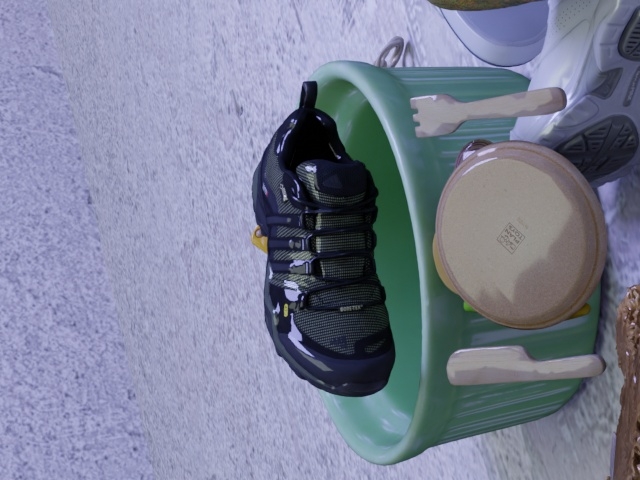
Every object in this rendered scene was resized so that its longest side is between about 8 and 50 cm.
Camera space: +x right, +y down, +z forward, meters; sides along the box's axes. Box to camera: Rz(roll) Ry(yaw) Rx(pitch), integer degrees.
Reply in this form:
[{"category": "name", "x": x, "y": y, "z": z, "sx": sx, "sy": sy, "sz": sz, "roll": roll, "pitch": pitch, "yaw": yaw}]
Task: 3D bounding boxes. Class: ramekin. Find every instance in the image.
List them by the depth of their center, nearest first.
[{"category": "ramekin", "x": 0.089, "y": 0.009, "z": 1.427, "sx": 0.303, "sy": 0.148, "sz": 0.303, "roll": 173, "pitch": 90, "yaw": -72}]

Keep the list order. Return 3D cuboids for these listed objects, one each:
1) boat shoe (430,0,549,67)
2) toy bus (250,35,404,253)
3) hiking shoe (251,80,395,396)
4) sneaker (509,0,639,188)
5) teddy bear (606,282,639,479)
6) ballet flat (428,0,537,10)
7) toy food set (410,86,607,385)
[{"category": "boat shoe", "x": 0.113, "y": -0.204, "z": 1.391, "sx": 0.084, "sy": 0.095, "sz": 0.258, "roll": 96, "pitch": 168, "yaw": -46}, {"category": "toy bus", "x": 0.035, "y": -0.041, "z": 1.624, "sx": 0.104, "sy": 0.191, "sz": 0.202, "roll": 35, "pitch": 136, "yaw": 18}, {"category": "hiking shoe", "x": 0.000, "y": 0.000, "z": 1.316, "sx": 0.114, "sy": 0.086, "sz": 0.227, "roll": 102, "pitch": 155, "yaw": -52}, {"category": "sneaker", "x": 0.180, "y": -0.125, "z": 1.227, "sx": 0.232, "sy": 0.090, "sz": 0.115, "roll": 118, "pitch": 149, "yaw": -46}, {"category": "teddy bear", "x": 0.231, "y": 0.133, "z": 1.121, "sx": 0.245, "sy": 0.113, "sz": 0.338, "roll": -90, "pitch": 4, "yaw": -66}, {"category": "ballet flat", "x": 0.171, "y": -0.218, "z": 1.059, "sx": 0.348, "sy": 0.123, "sz": 0.123, "roll": -50, "pitch": 47, "yaw": 41}, {"category": "toy food set", "x": 0.128, "y": -0.005, "z": 1.222, "sx": 0.132, "sy": 0.038, "sz": 0.192, "roll": -4, "pitch": 97, "yaw": 35}]
